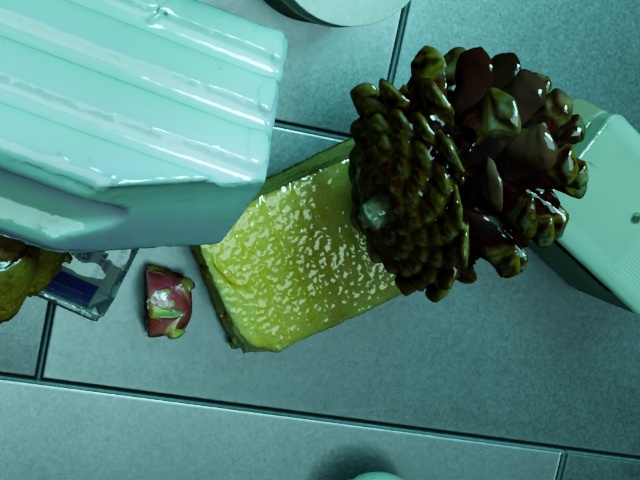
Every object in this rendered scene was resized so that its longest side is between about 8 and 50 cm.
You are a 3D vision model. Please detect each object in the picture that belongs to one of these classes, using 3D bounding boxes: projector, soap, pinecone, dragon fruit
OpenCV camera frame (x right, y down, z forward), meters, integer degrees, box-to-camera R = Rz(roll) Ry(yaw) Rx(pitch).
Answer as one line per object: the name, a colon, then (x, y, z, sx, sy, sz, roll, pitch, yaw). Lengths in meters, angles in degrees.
projector: (0.312, -0.045, 1.441, 0.242, 0.177, 0.163, 40, 85, -19)
soap: (-0.266, -0.141, 1.153, 0.446, 0.156, 0.261, 20, 53, -17)
pinecone: (0.148, -0.077, 1.251, 0.264, 0.264, 0.264, -3, 100, -15)
dragon fruit: (-0.168, 0.071, 1.387, 0.056, 0.060, 0.083, 2, 97, -13)

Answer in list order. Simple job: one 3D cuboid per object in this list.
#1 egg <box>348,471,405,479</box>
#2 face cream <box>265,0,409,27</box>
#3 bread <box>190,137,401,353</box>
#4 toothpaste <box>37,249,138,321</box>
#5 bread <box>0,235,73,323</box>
egg: (0.067, 0.354, 1.462, 0.131, 0.131, 0.164, -7, 99, -14)
face cream: (0.014, -0.317, 1.325, 0.177, 0.153, 0.177, -3, 102, -14)
bread: (0.000, 0.000, 1.397, 0.274, 0.114, 0.185, -24, 108, -9)
toothpaste: (-0.226, -0.050, 1.355, 0.099, 0.068, 0.282, 31, 101, 12)
bread: (-0.353, -0.019, 1.226, 0.232, 0.247, 0.135, 13, 121, -9)
